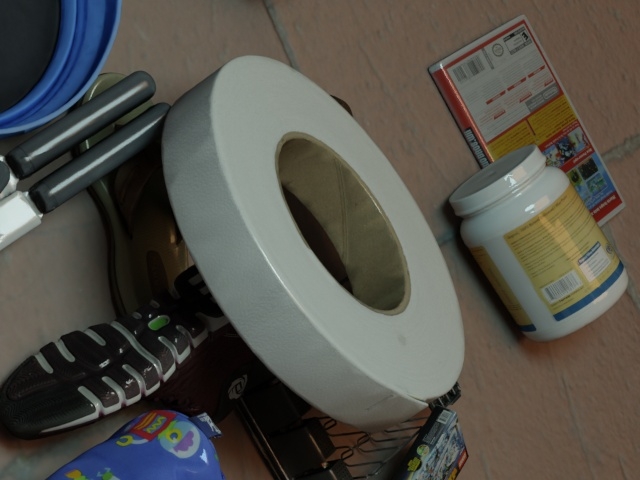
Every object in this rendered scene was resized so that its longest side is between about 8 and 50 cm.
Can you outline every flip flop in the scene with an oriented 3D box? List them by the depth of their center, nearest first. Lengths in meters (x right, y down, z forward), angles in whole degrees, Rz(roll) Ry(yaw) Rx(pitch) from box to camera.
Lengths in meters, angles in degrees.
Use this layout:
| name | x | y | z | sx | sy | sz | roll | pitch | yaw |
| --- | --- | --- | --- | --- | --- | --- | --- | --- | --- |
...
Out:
| name | x | y | z | sx | sy | sz | roll | pitch | yaw |
| --- | --- | --- | --- | --- | --- | --- | --- | --- | --- |
| flip flop | -0.169 | -0.037 | 1.749 | 0.112 | 0.080 | 0.277 | 0 | 73 | -42 |

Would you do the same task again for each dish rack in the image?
| name | x | y | z | sx | sy | sz | roll | pitch | yaw |
| --- | --- | --- | --- | --- | --- | --- | --- | --- | --- |
| dish rack | 0.032 | 0.141 | 1.869 | 0.271 | 0.074 | 0.208 | -36 | 99 | -46 |

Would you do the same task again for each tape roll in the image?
| name | x | y | z | sx | sy | sz | roll | pitch | yaw |
| --- | --- | --- | --- | --- | --- | --- | --- | --- | --- |
| tape roll | 0.000 | 0.000 | 1.725 | 0.392 | 0.072 | 0.392 | 43 | 28 | -30 |

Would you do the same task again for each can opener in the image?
| name | x | y | z | sx | sy | sz | roll | pitch | yaw |
| --- | --- | --- | --- | --- | --- | --- | --- | --- | --- |
| can opener | -0.251 | -0.066 | 1.640 | 0.283 | 0.095 | 0.076 | -36 | 95 | -22 |

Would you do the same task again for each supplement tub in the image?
| name | x | y | z | sx | sy | sz | roll | pitch | yaw |
| --- | --- | --- | --- | --- | --- | --- | --- | --- | --- |
| supplement tub | 0.254 | 0.003 | 2.074 | 0.199 | 0.144 | 0.144 | 57 | 46 | -9 |

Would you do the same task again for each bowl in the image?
| name | x | y | z | sx | sy | sz | roll | pitch | yaw |
| --- | --- | --- | --- | --- | --- | --- | --- | --- | --- |
| bowl | -0.369 | -0.272 | 1.668 | 0.391 | 0.077 | 0.391 | 17 | 62 | -37 |

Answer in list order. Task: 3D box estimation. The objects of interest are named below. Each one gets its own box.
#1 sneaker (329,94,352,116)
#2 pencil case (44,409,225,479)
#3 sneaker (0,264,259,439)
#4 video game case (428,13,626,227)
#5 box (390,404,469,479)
| name | x | y | z | sx | sy | sz | roll | pitch | yaw |
| --- | --- | --- | --- | --- | --- | --- | --- | --- | --- |
| sneaker | -0.022 | -0.134 | 1.931 | 0.188 | 0.071 | 0.066 | -9 | 79 | -44 |
| pencil case | -0.201 | 0.261 | 1.512 | 0.306 | 0.133 | 0.119 | -36 | 137 | -44 |
| sneaker | -0.160 | 0.145 | 1.675 | 0.281 | 0.106 | 0.162 | -29 | 135 | -21 |
| video game case | 0.263 | -0.127 | 2.221 | 0.204 | 0.025 | 0.285 | -33 | 96 | -45 |
| box | 0.108 | 0.253 | 1.865 | 0.137 | 0.027 | 0.094 | -55 | 148 | -27 |
